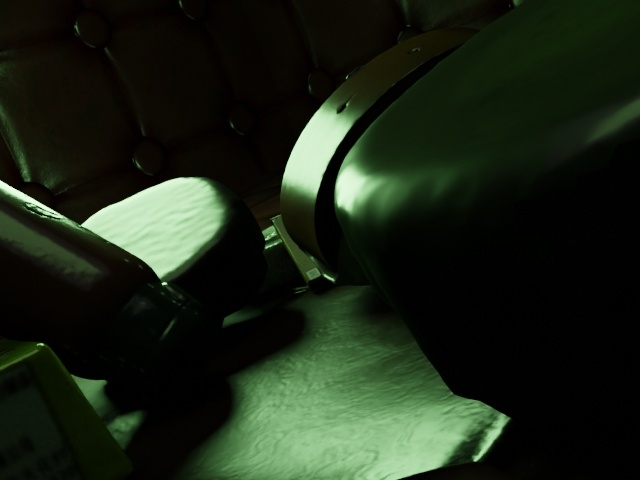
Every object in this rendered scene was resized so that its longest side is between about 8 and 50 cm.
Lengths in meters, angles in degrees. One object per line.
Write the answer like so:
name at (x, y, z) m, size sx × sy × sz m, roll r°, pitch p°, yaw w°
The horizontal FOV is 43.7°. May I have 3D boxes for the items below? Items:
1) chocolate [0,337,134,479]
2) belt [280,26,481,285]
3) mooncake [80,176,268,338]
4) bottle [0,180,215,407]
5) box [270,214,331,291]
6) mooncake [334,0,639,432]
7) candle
chocolate at (-0.352, 0.195, 0.667) m, size 0.300 × 0.137 × 0.288 m, roll -27°, pitch 11°, yaw -31°
belt at (0.109, -0.094, 0.890) m, size 0.338 × 0.217 × 0.122 m, roll -40°, pitch 28°, yaw -4°
mooncake at (-0.201, 0.045, 1.015) m, size 0.283 × 0.141 × 0.283 m, roll -18°, pitch 33°, yaw 12°
bottle at (-0.267, 0.053, 0.818) m, size 0.144 × 0.336 × 0.144 m, roll -58°, pitch -13°, yaw -21°
box at (0.000, 0.000, 1.050) m, size 0.090 × 0.023 × 0.133 m, roll -26°, pitch 48°, yaw -8°
mooncake at (0.192, -0.049, 0.498) m, size 0.356 × 0.194 × 0.356 m, roll -34°, pitch 17°, yaw 11°
candle at (-0.058, 0.022, 1.153) m, size 0.168 × 0.068 × 0.192 m, roll -9°, pitch 20°, yaw 48°
